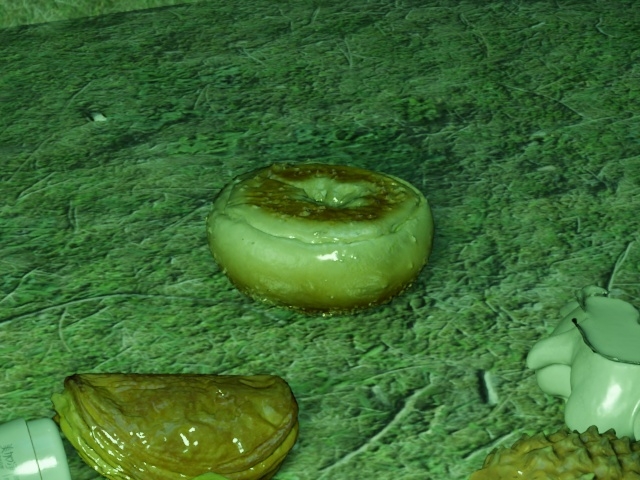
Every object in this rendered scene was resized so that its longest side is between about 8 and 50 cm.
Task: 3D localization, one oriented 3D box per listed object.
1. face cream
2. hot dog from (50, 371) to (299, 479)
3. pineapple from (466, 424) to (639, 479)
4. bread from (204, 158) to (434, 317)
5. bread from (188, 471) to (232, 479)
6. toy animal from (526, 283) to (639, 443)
[{"bbox_3d":[-0.324,0.251,2.153,0.104,0.117,0.117,-14,28,-11],"label":"face cream"},{"bbox_3d":[-0.165,0.211,2.233,0.272,0.122,0.196,-1,21,-19],"label":"hot dog"},{"bbox_3d":[0.321,0.286,2.015,0.357,0.223,0.223,-4,23,-36],"label":"pineapple"},{"bbox_3d":[0.000,0.000,2.641,0.305,0.159,0.305,0,29,0],"label":"bread"},{"bbox_3d":[-0.200,0.343,2.002,0.361,0.077,0.138,-22,32,-39],"label":"bread"},{"bbox_3d":[0.351,0.150,2.334,0.208,0.154,0.325,14,23,13],"label":"toy animal"}]
